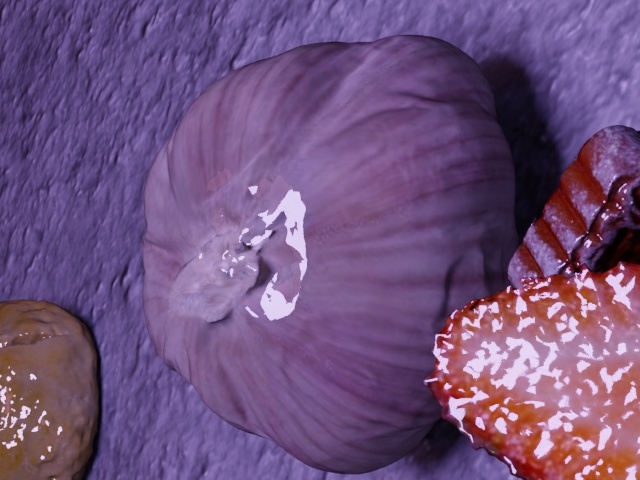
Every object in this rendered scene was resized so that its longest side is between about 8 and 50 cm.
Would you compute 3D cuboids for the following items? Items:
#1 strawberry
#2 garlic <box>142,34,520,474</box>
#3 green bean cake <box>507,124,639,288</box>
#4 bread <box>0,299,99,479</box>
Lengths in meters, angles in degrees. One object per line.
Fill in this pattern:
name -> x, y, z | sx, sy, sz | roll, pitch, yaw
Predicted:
strawberry -> 0.211, 0.099, 1.144 | 0.286, 0.106, 0.188 | 16, 92, 28
garlic -> 0.000, 0.000, 1.392 | 0.317, 0.259, 0.318 | 9, 106, 31
green bean cake -> 0.199, -0.001, 1.208 | 0.136, 0.135, 0.056 | -60, 36, 31
bread -> -0.322, 0.172, 1.964 | 0.244, 0.134, 0.245 | -12, 75, 53
